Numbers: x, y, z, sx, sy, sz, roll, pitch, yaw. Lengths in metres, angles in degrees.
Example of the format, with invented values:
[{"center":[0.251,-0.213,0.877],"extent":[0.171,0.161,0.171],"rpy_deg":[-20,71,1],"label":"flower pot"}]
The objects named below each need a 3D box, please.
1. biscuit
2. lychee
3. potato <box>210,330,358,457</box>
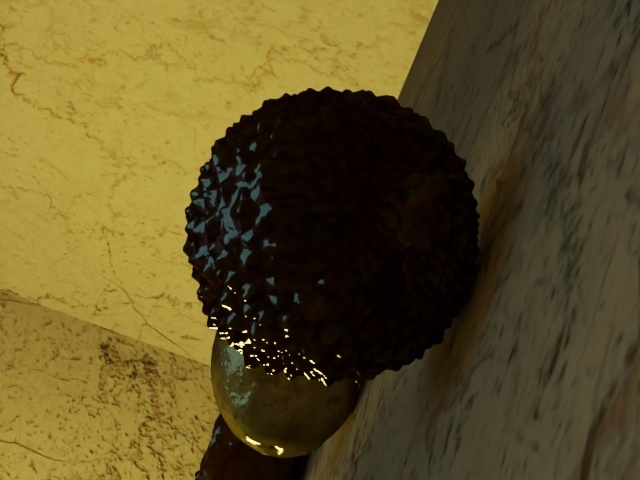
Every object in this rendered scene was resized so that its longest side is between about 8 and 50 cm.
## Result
[{"center":[-0.141,0.433,2.103],"extent":[0.343,0.166,0.395],"rpy_deg":[-75,4,-54],"label":"biscuit"},{"center":[0.000,0.000,1.045],"extent":[0.267,0.267,0.268],"rpy_deg":[-160,90,-88],"label":"lychee"},{"center":[-0.041,0.156,1.629],"extent":[0.229,0.229,0.266],"rpy_deg":[115,164,-72],"label":"potato"}]
